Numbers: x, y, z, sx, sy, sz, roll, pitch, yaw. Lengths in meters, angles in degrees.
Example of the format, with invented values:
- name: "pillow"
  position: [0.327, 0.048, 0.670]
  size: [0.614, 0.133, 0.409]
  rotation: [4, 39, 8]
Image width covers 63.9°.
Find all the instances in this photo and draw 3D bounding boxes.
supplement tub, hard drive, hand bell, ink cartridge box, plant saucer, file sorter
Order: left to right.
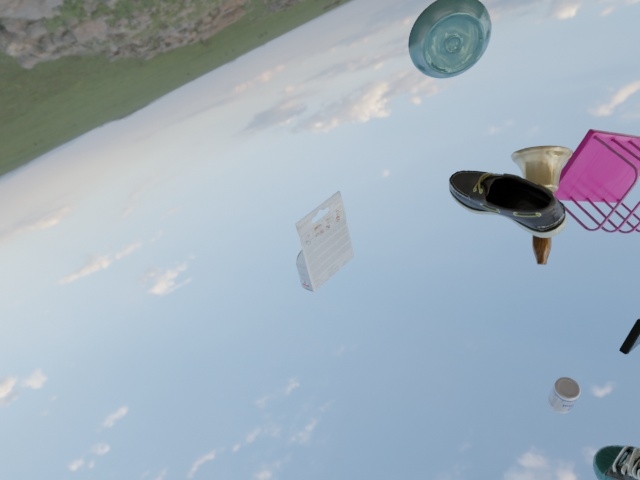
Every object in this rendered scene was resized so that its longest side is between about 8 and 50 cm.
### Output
- name: "ink cartridge box"
  position: [0.000, 0.000, 1.106]
  size: [0.045, 0.180, 0.145]
  rotation: [17, -136, 41]
- name: "plant saucer"
  position: [0.184, -0.279, 0.719]
  size: [0.119, 0.119, 0.021]
  rotation: [-22, -138, 13]
- name: "hand bell"
  position: [0.474, -0.069, 1.105]
  size: [0.126, 0.242, 0.126]
  rotation: [3, 173, 0]
- name: "supplement tub"
  position: [0.701, 0.446, 1.479]
  size: [0.070, 0.107, 0.071]
  rotation: [-6, -131, 7]
- name: "file sorter"
  position: [0.777, -0.135, 1.300]
  size: [0.290, 0.202, 0.182]
  rotation: [0, -138, -26]
- name: "hard drive"
  position: [0.790, 0.228, 1.275]
  size: [0.022, 0.094, 0.135]
  rotation: [34, -156, 36]

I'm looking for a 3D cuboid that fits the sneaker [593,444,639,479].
- name: "sneaker"
  position: [0.539, 0.363, 0.788]
  size: [0.108, 0.121, 0.302]
  rotation: [-42, -170, -18]

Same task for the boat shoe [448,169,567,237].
- name: "boat shoe"
  position: [0.304, -0.081, 0.867]
  size: [0.081, 0.069, 0.227]
  rotation: [-49, -137, -8]
